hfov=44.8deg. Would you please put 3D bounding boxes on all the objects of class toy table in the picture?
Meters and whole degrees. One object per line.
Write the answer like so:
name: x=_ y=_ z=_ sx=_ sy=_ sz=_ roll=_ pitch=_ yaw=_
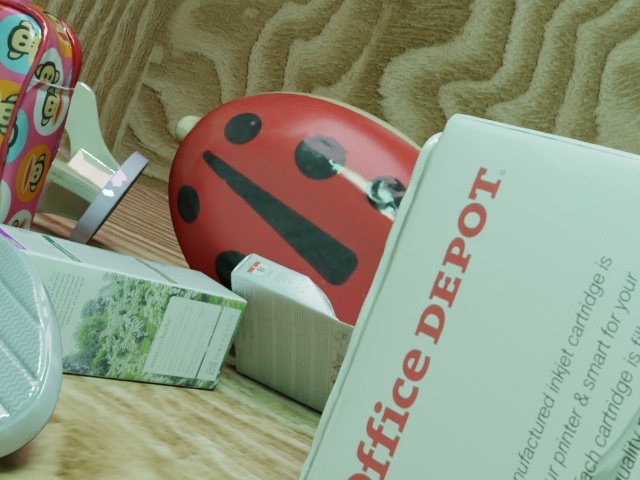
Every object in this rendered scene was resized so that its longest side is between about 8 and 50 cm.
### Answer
toy table: x=-0.386 y=-0.100 z=1.217 sx=0.161 sy=0.252 sz=0.274 roll=37 pitch=-10 yaw=-13

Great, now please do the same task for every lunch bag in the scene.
lunch bag: x=-0.405 y=-0.126 z=0.787 sx=0.258 sy=0.293 sz=0.120 roll=21 pitch=8 yaw=2

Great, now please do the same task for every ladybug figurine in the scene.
ladybug figurine: x=0.000 y=0.000 z=0.875 sx=0.449 sy=0.305 sz=0.162 roll=35 pitch=7 yaw=10

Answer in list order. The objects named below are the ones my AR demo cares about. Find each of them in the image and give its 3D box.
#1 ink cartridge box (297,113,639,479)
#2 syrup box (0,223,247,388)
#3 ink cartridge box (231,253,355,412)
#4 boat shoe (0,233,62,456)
ink cartridge box: x=0.213 y=0.122 z=0.427 sx=0.395 sy=0.285 sz=0.166 roll=23 pitch=3 yaw=37
syrup box: x=-0.192 y=0.061 z=0.683 sx=0.237 sy=0.093 sz=0.096 roll=17 pitch=5 yaw=-41
ink cartridge box: x=-0.003 y=0.104 z=0.766 sx=0.179 sy=0.145 sz=0.045 roll=20 pitch=43 yaw=20
boat shoe: x=-0.253 y=0.040 z=0.528 sx=0.109 sy=0.094 sz=0.302 roll=-28 pitch=50 yaw=-24
